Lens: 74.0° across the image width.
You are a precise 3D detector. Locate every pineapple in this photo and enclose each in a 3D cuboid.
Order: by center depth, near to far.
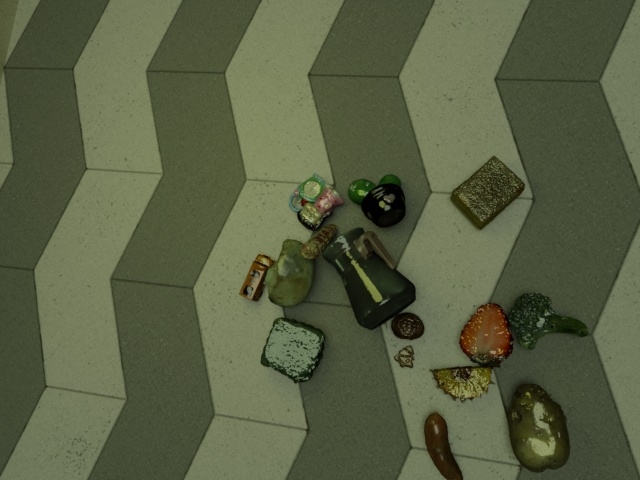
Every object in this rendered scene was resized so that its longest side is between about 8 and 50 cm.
[{"bbox_3d":[0.530,0.543,1.587,0.232,0.079,0.135,-3,83,9],"label":"pineapple"}]

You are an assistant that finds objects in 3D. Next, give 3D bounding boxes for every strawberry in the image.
[{"bbox_3d":[0.632,0.360,1.590,0.190,0.111,0.237,7,63,34],"label":"strawberry"}]

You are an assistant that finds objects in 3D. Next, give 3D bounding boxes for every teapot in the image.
[{"bbox_3d":[0.185,0.131,1.604,0.253,0.300,0.344,-24,69,-34],"label":"teapot"}]

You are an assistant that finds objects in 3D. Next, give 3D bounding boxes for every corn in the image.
[{"bbox_3d":[0.000,0.000,1.688,0.079,0.237,0.080,13,124,21],"label":"corn"}]

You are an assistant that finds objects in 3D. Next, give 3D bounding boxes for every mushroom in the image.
[{"bbox_3d":[0.338,0.334,1.644,0.126,0.085,0.110,-9,80,1],"label":"mushroom"},{"bbox_3d":[-0.109,0.128,1.688,0.189,0.164,0.267,27,71,0],"label":"mushroom"}]

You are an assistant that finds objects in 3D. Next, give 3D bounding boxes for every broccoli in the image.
[{"bbox_3d":[0.821,0.323,1.546,0.274,0.177,0.199,33,82,-1],"label":"broccoli"}]

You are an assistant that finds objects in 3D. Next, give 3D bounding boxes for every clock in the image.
[{"bbox_3d":[-0.030,-0.156,1.770,0.194,0.100,0.195,42,87,16],"label":"clock"}]

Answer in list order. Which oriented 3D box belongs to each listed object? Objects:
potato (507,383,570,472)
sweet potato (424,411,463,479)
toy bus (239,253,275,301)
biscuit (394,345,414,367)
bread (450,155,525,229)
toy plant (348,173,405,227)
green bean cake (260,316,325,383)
[{"bbox_3d":[0.767,0.659,1.502,0.191,0.141,0.297,-8,81,24],"label":"potato"},{"bbox_3d":[0.446,0.779,1.564,0.097,0.097,0.292,-17,88,6],"label":"sweet potato"},{"bbox_3d":[-0.263,0.151,1.764,0.083,0.088,0.195,22,85,10],"label":"toy bus"},{"bbox_3d":[0.336,0.454,1.662,0.082,0.016,0.092,28,89,12],"label":"biscuit"},{"bbox_3d":[0.652,-0.184,1.661,0.234,0.110,0.184,-40,75,0],"label":"bread"},{"bbox_3d":[0.234,-0.169,1.703,0.217,0.176,0.235,-18,52,-1],"label":"toy plant"},{"bbox_3d":[-0.104,0.432,1.682,0.226,0.125,0.223,20,83,9],"label":"green bean cake"}]
